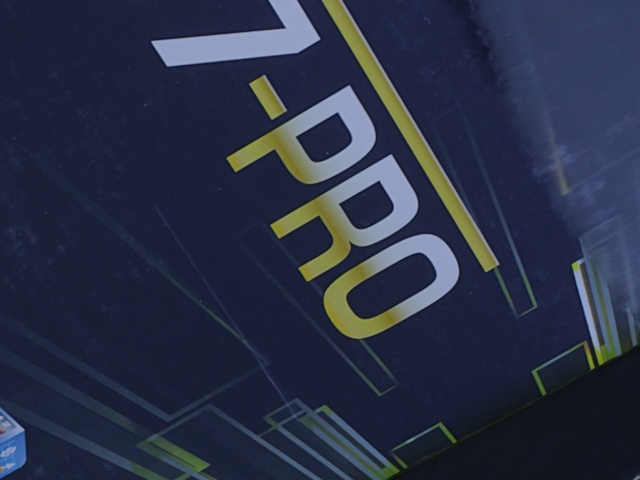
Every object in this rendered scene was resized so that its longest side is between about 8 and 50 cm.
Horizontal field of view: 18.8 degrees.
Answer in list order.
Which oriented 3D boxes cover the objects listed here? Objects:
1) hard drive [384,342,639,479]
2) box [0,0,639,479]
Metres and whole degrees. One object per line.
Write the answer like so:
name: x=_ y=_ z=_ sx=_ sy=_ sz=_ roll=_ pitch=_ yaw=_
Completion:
hard drive: x=0.132 y=0.135 z=0.589 sx=0.339 sy=0.237 sz=0.064 roll=-29 pitch=29 yaw=8
box: x=0.000 y=0.000 z=0.597 sx=0.318 sy=0.097 sz=0.395 roll=-30 pitch=114 yaw=4
